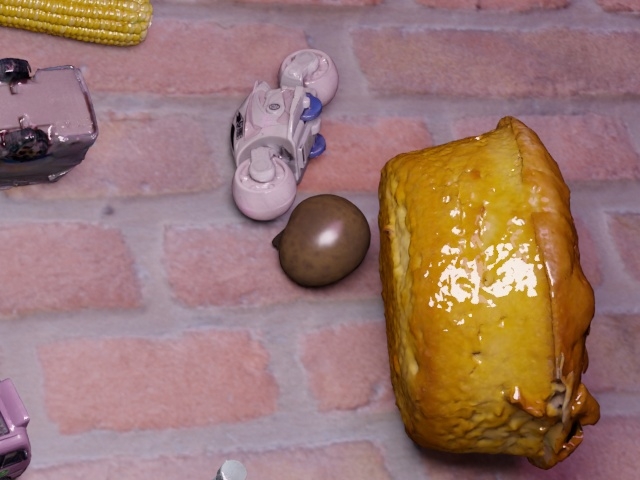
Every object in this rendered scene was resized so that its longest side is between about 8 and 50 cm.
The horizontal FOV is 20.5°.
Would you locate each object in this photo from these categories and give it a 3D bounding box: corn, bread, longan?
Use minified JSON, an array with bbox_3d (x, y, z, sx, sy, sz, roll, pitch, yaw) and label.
[{"bbox_3d":[-0.313,-0.275,2.006,0.248,0.081,0.081,9,54,-18],"label":"corn"},{"bbox_3d":[0.165,0.065,1.849,0.204,0.337,0.358,-9,56,-1],"label":"bread"},{"bbox_3d":[0.000,0.000,1.950,0.113,0.092,0.113,-12,53,16],"label":"longan"}]

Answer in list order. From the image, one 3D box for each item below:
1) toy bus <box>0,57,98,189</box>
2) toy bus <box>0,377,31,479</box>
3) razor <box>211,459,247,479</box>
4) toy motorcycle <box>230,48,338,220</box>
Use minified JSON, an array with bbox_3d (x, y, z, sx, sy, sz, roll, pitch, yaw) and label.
[{"bbox_3d":[-0.396,-0.105,1.819,0.317,0.138,0.112,-4,64,-28],"label":"toy bus"},{"bbox_3d":[-0.367,0.194,1.634,0.199,0.108,0.096,-17,66,-32],"label":"toy bus"},{"bbox_3d":[-0.115,0.260,1.622,0.106,0.232,0.068,37,53,5],"label":"razor"},{"bbox_3d":[-0.051,-0.125,2.020,0.112,0.112,0.254,26,50,-6],"label":"toy motorcycle"}]
